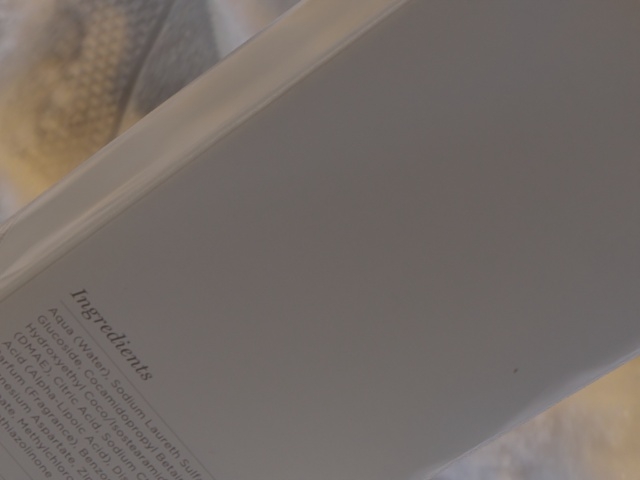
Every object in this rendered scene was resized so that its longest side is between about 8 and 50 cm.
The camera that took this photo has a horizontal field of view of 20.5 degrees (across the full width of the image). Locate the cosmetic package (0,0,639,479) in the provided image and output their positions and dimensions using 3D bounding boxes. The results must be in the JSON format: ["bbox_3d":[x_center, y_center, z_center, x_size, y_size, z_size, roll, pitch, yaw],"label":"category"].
[{"bbox_3d":[0.000,0.000,0.706,0.385,0.217,0.156,-32,103,26],"label":"cosmetic package"}]
